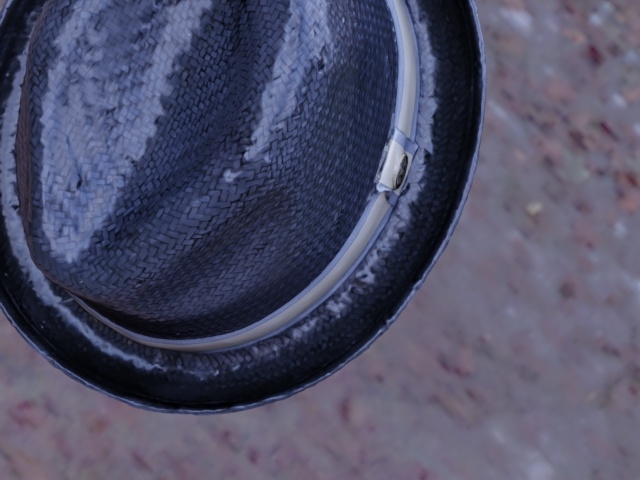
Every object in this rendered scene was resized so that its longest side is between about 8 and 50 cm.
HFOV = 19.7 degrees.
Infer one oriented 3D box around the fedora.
[{"bbox_3d":[-0.072,-0.072,0.996,0.334,0.334,0.152,53,7,12],"label":"fedora"}]
